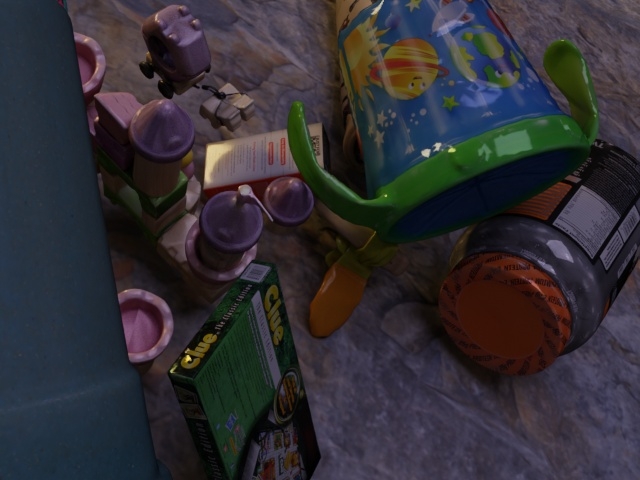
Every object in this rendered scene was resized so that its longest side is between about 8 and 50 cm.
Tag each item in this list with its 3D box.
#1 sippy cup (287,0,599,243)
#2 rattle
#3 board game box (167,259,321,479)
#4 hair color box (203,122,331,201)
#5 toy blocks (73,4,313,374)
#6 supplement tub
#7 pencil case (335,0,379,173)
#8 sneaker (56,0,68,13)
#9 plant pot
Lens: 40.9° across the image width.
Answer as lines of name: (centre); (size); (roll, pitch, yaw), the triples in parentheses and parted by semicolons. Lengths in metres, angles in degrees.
sippy cup: (0.129, -0.143, 0.903); (0.305, 0.240, 0.224); (-4, 68, -53)
rattle: (0.000, 0.000, 1.024); (0.199, 0.143, 0.130); (41, 21, 32)
board game box: (-0.056, 0.158, 0.747); (0.030, 0.260, 0.136); (12, 42, 26)
hair color box: (-0.060, -0.085, 0.984); (0.141, 0.043, 0.072); (-9, 55, 11)
toy blocks: (-0.149, -0.085, 0.784); (0.288, 0.260, 0.309); (46, 67, 6)
supplement tub: (0.285, 0.015, 1.069); (0.193, 0.193, 0.316); (45, 48, 5)
pencil case: (0.106, -0.273, 1.177); (0.160, 0.183, 0.410); (14, 53, -22)
sneaker: (-0.389, -0.289, 0.894); (0.295, 0.178, 0.124); (30, 48, -9)
plant pot: (-0.279, 0.018, 0.551); (0.341, 0.341, 0.334); (-5, 90, -33)
